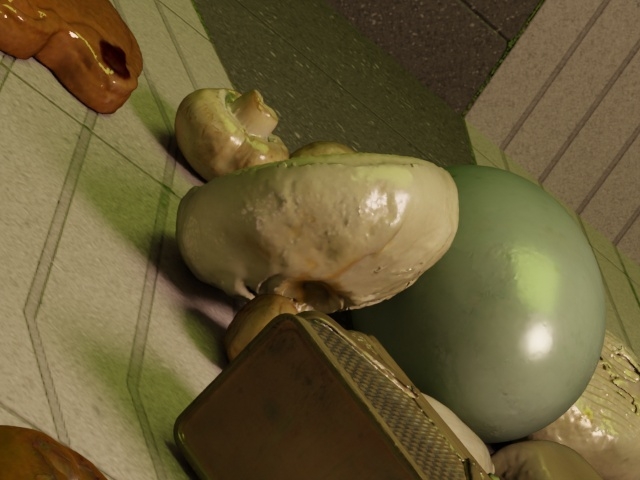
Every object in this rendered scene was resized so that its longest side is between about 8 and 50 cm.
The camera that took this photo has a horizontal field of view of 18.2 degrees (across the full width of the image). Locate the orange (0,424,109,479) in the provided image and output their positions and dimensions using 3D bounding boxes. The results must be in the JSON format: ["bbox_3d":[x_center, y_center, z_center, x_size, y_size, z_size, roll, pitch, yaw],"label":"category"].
[{"bbox_3d":[-0.155,0.209,1.092,0.249,0.183,0.249,39,16,-13],"label":"orange"}]

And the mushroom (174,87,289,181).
[{"bbox_3d":[-0.101,-0.118,2.287,0.148,0.112,0.148,50,10,-13],"label":"mushroom"}]

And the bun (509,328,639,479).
[{"bbox_3d":[0.298,0.200,2.393,0.273,0.168,0.273,36,24,-19],"label":"bun"}]

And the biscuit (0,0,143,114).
[{"bbox_3d":[-0.375,-0.317,2.199,0.455,0.078,0.350,31,16,-40],"label":"biscuit"}]

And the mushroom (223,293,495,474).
[{"bbox_3d":[0.046,0.163,1.954,0.351,0.095,0.123,38,-2,-30],"label":"mushroom"}]

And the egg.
[{"bbox_3d":[0.170,0.067,2.178,0.276,0.276,0.389,39,15,-19],"label":"egg"}]

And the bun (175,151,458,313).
[{"bbox_3d":[0.000,0.000,1.977,0.287,0.287,0.146,10,71,-65],"label":"bun"}]

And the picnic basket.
[{"bbox_3d":[0.019,0.197,1.634,0.267,0.165,0.139,51,17,26],"label":"picnic basket"}]

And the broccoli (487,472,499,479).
[{"bbox_3d":[0.248,0.350,1.757,0.324,0.272,0.334,-1,36,-10],"label":"broccoli"}]

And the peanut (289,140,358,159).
[{"bbox_3d":[0.048,-0.022,2.420,0.253,0.122,0.137,37,25,-41],"label":"peanut"}]

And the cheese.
[{"bbox_3d":[0.271,0.305,2.170,0.175,0.091,0.202,24,25,-50],"label":"cheese"}]
